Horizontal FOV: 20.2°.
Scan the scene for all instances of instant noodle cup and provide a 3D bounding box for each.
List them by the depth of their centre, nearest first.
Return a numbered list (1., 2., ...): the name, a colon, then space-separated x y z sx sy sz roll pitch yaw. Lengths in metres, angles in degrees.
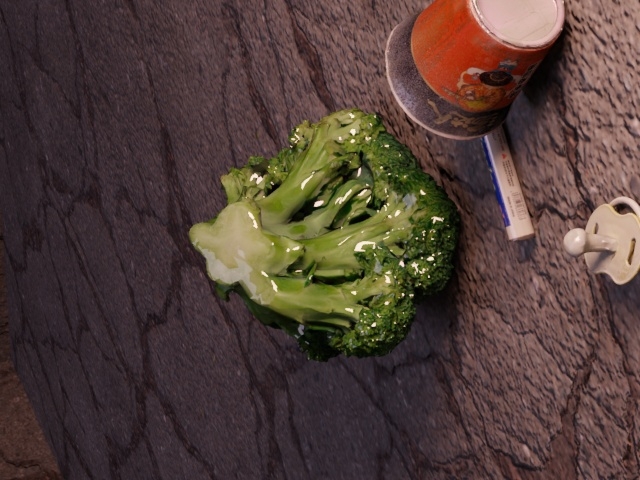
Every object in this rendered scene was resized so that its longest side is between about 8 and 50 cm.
1. instant noodle cup: 0.135 -0.166 1.489 0.135 0.127 0.127 -46 62 59

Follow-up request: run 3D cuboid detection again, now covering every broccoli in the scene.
1. broccoli: 0.000 0.000 1.796 0.294 0.245 0.265 24 111 35

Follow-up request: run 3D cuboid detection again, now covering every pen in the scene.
1. pen: 0.152 -0.097 1.612 0.025 0.025 0.204 156 97 -70

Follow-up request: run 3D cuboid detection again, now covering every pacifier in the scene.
1. pacifier: 0.225 -0.002 1.439 0.083 0.064 0.068 -150 65 -62
